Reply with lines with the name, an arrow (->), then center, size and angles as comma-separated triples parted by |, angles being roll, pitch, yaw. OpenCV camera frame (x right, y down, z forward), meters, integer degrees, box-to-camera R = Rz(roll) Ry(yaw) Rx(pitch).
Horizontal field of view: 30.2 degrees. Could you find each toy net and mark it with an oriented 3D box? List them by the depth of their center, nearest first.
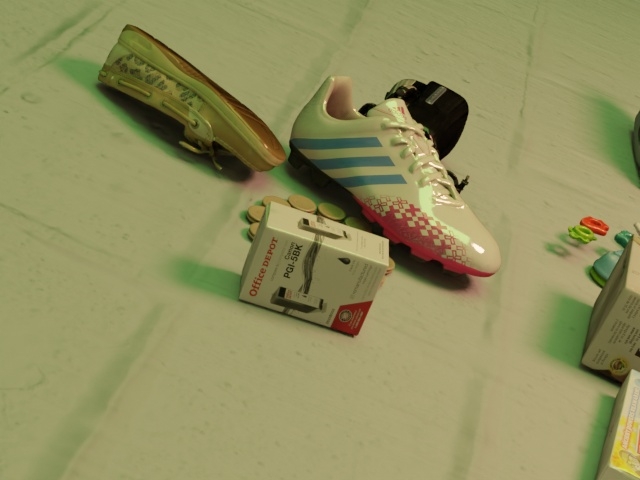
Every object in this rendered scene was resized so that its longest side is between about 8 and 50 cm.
toy net -> 0.427, 0.009, 1.644 | 0.122, 0.045, 0.232 | 36, 30, 27

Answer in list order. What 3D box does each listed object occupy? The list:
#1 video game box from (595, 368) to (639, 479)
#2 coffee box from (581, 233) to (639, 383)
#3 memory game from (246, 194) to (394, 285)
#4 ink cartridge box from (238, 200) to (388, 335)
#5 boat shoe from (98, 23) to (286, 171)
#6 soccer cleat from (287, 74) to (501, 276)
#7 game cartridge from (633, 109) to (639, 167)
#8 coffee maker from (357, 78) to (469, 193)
video game box -> 0.385, 0.235, 1.222 | 0.187, 0.048, 0.205 | 29, 29, 8
coffee box -> 0.471, 0.130, 1.384 | 0.297, 0.119, 0.168 | 26, 28, 7
memory game -> 0.000, 0.000, 1.388 | 0.186, 0.012, 0.186 | 16, 29, -9
ink cartridge box -> -0.008, 0.030, 1.239 | 0.135, 0.099, 0.056 | 17, 30, -7
boat shoe -> -0.162, -0.163, 1.493 | 0.285, 0.089, 0.104 | 40, 7, 24
soccer cleat -> 0.099, -0.085, 1.451 | 0.331, 0.143, 0.116 | 37, 21, 24
game cartridge -> 0.591, -0.210, 1.967 | 0.060, 0.196, 0.294 | 21, 27, -1
coffee maker -> 0.137, -0.136, 1.633 | 0.171, 0.120, 0.178 | 49, 32, -1
